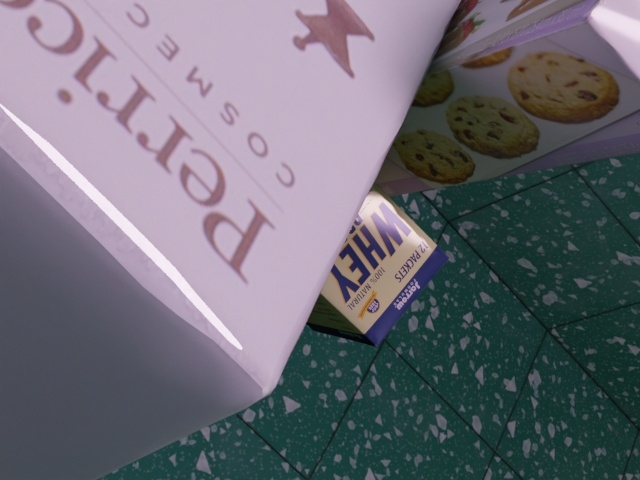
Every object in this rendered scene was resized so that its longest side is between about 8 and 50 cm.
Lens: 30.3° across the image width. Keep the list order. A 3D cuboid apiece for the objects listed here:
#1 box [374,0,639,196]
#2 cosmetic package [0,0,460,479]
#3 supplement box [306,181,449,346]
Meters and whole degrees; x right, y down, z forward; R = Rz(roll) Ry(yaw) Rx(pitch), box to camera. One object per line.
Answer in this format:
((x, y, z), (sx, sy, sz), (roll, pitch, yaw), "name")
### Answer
((0.061, -0.067, 0.539), (0.063, 0.067, 0.324), (-51, -163, -17), "box")
((-0.166, -0.118, 0.515), (0.327, 0.329, 0.393), (-30, -157, 39), "cosmetic package")
((0.000, 0.000, 0.565), (0.056, 0.083, 0.083), (-50, -163, -13), "supplement box")
